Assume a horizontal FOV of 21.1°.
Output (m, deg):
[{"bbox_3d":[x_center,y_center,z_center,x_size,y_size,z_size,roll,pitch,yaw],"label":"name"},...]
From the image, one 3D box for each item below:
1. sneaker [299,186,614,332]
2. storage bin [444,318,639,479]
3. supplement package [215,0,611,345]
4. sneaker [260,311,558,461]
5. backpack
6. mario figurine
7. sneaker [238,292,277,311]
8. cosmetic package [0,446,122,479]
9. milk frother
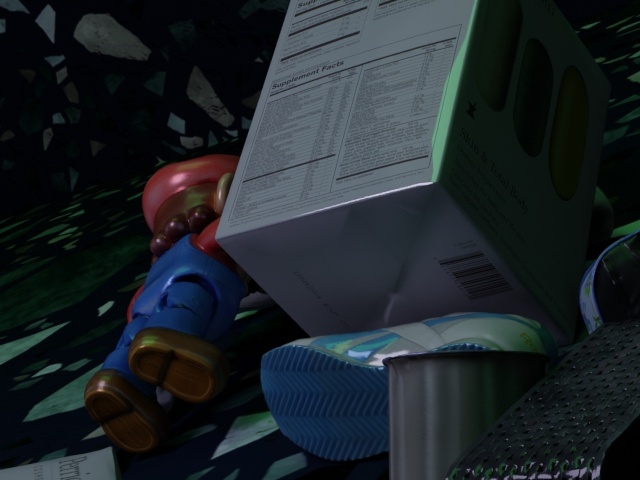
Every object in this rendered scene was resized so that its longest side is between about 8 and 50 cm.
[{"bbox_3d":[0.113,0.005,1.470,0.297,0.111,0.129,-25,17,-7],"label":"sneaker"},{"bbox_3d":[0.149,0.117,0.780,0.084,0.122,0.180,-12,15,42],"label":"storage bin"},{"bbox_3d":[0.081,-0.063,1.319,0.198,0.199,0.262,-14,44,34],"label":"supplement package"},{"bbox_3d":[0.058,0.098,1.198,0.229,0.087,0.092,-5,12,38],"label":"sneaker"},{"bbox_3d":[0.209,0.048,1.017,0.105,0.114,0.084,-25,-9,-5],"label":"backpack"},{"bbox_3d":[-0.084,0.049,1.496,0.198,0.170,0.320,-7,35,19],"label":"mario figurine"},{"bbox_3d":[0.000,0.000,1.739,0.258,0.094,0.091,-24,6,-13],"label":"sneaker"},{"bbox_3d":[-0.263,0.226,0.795,0.385,0.156,0.217,-12,11,-10],"label":"cosmetic package"},{"bbox_3d":[0.064,0.129,0.858,0.143,0.134,0.129,-9,-14,41],"label":"milk frother"}]
